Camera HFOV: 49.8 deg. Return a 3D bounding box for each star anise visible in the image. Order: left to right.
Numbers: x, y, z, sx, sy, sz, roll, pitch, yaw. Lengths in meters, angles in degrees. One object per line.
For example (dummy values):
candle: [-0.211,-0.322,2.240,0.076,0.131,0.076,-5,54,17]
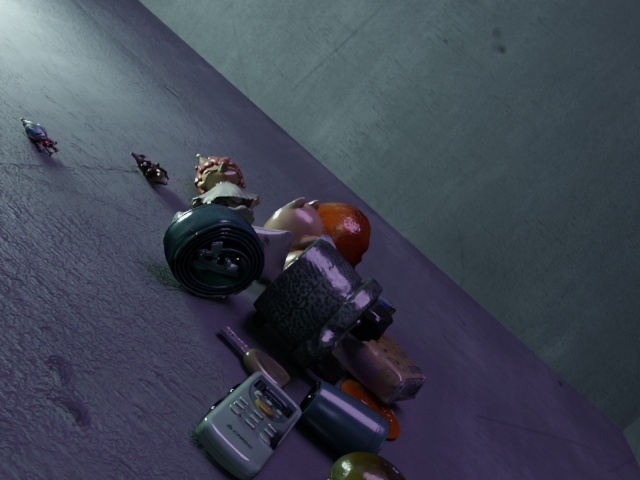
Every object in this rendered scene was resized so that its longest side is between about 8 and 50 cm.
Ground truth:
star anise: [-0.481,-0.204,1.940,0.129,0.056,0.124,40,4,-16]

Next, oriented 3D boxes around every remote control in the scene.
remote control: [-0.129,0.339,1.298,0.140,0.056,0.296,41,14,7]

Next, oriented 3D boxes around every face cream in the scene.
face cream: [-0.232,0.006,1.784,0.315,0.143,0.089,17,-3,-24]

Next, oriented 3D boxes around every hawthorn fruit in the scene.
hawthorn fruit: [0.000,0.000,2.221,0.308,0.276,0.276,13,25,-19]

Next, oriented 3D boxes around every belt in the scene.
belt: [-0.239,0.029,1.606,0.267,0.206,0.116,39,12,-48]

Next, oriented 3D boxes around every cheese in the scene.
cheese: [-0.149,0.258,1.512,0.192,0.037,0.097,43,14,9]

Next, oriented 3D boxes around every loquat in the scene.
loquat: [0.096,0.480,1.293,0.195,0.152,0.152,27,19,-18]

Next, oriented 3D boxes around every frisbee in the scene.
frisbee: [0.135,0.421,1.752,0.192,0.035,0.192,37,15,-12]

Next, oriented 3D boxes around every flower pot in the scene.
flower pot: [0.005,0.180,1.653,0.283,0.299,0.299,46,15,1]

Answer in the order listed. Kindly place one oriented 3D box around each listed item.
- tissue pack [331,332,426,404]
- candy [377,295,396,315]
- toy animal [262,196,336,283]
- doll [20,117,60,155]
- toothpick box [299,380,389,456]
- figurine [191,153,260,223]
tissue pack: [0.147,0.317,1.851,0.257,0.123,0.215,37,12,29]
candy: [0.145,0.212,2.243,0.195,0.097,0.062,31,15,-35]
toy animal: [-0.058,0.040,1.929,0.195,0.213,0.256,14,51,-60]
doll: [-0.674,-0.251,1.649,0.114,0.039,0.057,48,57,-8]
toothpick box: [0.043,0.385,1.473,0.184,0.120,0.120,36,16,-4]
figurine: [-0.296,-0.170,2.081,0.207,0.166,0.387,-8,40,-16]
